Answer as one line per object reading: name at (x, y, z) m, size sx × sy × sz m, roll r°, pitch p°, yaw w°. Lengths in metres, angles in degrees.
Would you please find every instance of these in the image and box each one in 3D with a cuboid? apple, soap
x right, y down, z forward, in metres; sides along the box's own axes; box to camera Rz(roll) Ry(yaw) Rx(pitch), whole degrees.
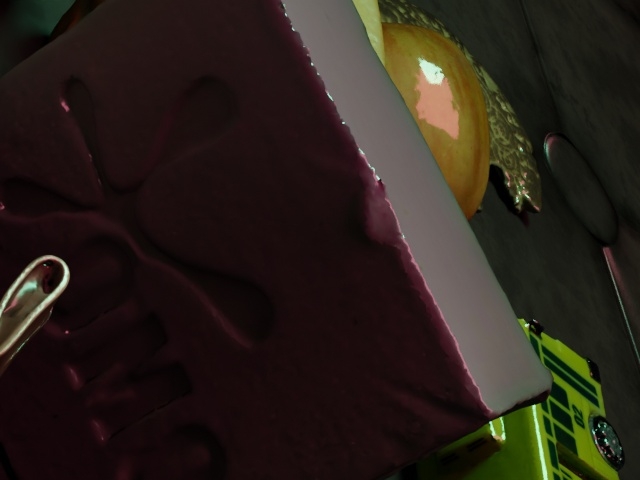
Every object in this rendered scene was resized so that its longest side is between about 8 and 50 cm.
apple at (0.053, -0.079, 1.377) m, size 0.199 × 0.199 × 0.199 m, roll 41°, pitch 31°, yaw -32°
soap at (-0.063, 0.018, 0.937) m, size 0.296 × 0.285 × 0.107 m, roll 62°, pitch 25°, yaw 9°

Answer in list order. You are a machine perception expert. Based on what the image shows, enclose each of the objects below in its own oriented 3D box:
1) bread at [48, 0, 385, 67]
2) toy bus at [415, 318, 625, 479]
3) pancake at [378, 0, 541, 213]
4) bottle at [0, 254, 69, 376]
bread at (-0.074, -0.102, 1.104) m, size 0.111 × 0.239 × 0.246 m, roll 31°, pitch 35°, yaw -34°
toy bus at (0.151, 0.191, 1.295) m, size 0.150 × 0.128 × 0.262 m, roll 37°, pitch 34°, yaw -37°
pancake at (0.129, -0.121, 1.702) m, size 0.286 × 0.033 × 0.288 m, roll 47°, pitch 29°, yaw -25°
bottle at (-0.228, -0.062, 0.842) m, size 0.206 × 0.173 × 0.297 m, roll 12°, pitch 47°, yaw -25°
